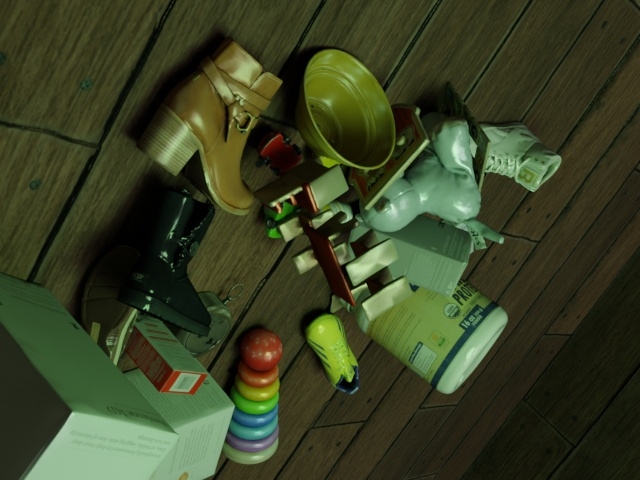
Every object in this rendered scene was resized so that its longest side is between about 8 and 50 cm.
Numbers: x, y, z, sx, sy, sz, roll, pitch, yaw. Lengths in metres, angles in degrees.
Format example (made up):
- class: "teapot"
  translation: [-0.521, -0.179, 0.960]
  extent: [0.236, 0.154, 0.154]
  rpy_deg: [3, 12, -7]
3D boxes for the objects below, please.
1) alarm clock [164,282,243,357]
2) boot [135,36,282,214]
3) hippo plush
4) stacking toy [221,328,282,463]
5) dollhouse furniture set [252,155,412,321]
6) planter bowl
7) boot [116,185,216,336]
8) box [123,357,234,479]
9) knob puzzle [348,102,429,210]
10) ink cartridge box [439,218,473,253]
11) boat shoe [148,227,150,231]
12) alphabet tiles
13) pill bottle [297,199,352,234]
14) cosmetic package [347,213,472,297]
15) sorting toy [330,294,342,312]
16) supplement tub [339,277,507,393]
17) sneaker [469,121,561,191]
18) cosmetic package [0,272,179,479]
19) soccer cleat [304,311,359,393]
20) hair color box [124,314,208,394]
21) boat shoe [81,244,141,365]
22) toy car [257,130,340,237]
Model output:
- class: "alarm clock"
  translation: [-0.217, 0.152, 1.644]
  extent: [0.192, 0.064, 0.129]
  rpy_deg: [-45, 148, -8]
- class: "boot"
  translation: [-0.140, -0.175, 1.356]
  extent: [0.220, 0.109, 0.283]
  rpy_deg: [-51, 140, 0]
- class: "hippo plush"
  translation: [0.177, -0.097, 1.694]
  extent: [0.237, 0.294, 0.234]
  rpy_deg: [-14, 176, -10]
- class: "stacking toy"
  translation: [-0.143, 0.327, 1.873]
  extent: [0.141, 0.141, 0.330]
  rpy_deg: [-17, 131, -37]
- class: "dollhouse furniture set"
  translation: [0.000, 0.000, 1.460]
  extent: [0.135, 0.262, 0.259]
  rpy_deg: [-32, 120, -17]
- class: "planter bowl"
  translation: [0.022, -0.208, 1.455]
  extent: [0.090, 0.217, 0.217]
  rpy_deg: [-22, 167, 42]
- class: "boot"
  translation: [-0.219, 0.037, 1.410]
  extent: [0.207, 0.094, 0.246]
  rpy_deg: [-68, 154, -11]
- class: "box"
  translation: [-0.365, 0.384, 1.624]
  extent: [0.345, 0.168, 0.215]
  rpy_deg: [-15, 137, -40]
- class: "knob puzzle"
  translation: [0.107, -0.175, 1.555]
  extent: [0.030, 0.213, 0.213]
  rpy_deg: [27, 106, -30]
- class: "ink cartridge box"
  translation: [0.286, 0.050, 2.117]
  extent: [0.223, 0.045, 0.224]
  rpy_deg: [-36, 146, -16]
- class: "boat shoe"
  translation: [-0.269, 0.012, 1.451]
  extent: [0.046, 0.038, 0.125]
  rpy_deg: [-12, 134, -42]
- class: "alphabet tiles"
  translation: [0.284, -0.170, 1.745]
  extent: [0.009, 0.198, 0.237]
  rpy_deg: [-12, 138, -13]
- class: "pill bottle"
  translation: [0.007, -0.047, 1.675]
  extent: [0.116, 0.065, 0.065]
  rpy_deg: [-8, 131, -43]
- class: "cosmetic package"
  translation: [0.181, 0.011, 1.760]
  extent: [0.127, 0.238, 0.107]
  rpy_deg: [-64, 175, -54]
- class: "sorting toy"
  translation: [0.056, 0.127, 1.970]
  extent: [0.083, 0.012, 0.062]
  rpy_deg: [-29, 146, -25]
- class: "supplement tub"
  translation: [0.221, 0.157, 1.873]
  extent: [0.228, 0.316, 0.228]
  rpy_deg: [-46, 162, -20]
- class: "sneaker"
  translation: [0.413, -0.179, 1.902]
  extent: [0.293, 0.169, 0.108]
  rpy_deg: [-17, 139, -36]
- class: "cosmetic package"
  translation: [-0.399, 0.194, 1.167]
  extent: [0.156, 0.385, 0.217]
  rpy_deg: [-55, 147, 1]
- class: "soccer cleat"
  translation: [0.040, 0.265, 1.994]
  extent: [0.093, 0.121, 0.289]
  rpy_deg: [-33, 145, -9]
- class: "hair color box"
  translation: [-0.286, 0.199, 1.513]
  extent: [0.053, 0.167, 0.093]
  rpy_deg: [-54, 147, 10]
- class: "boat shoe"
  translation: [-0.353, 0.117, 1.447]
  extent: [0.095, 0.095, 0.257]
  rpy_deg: [-61, 175, -73]
- class: "toy car"
  translation: [-0.055, -0.107, 1.553]
  extent: [0.239, 0.053, 0.224]
  rpy_deg: [-6, 131, -45]
